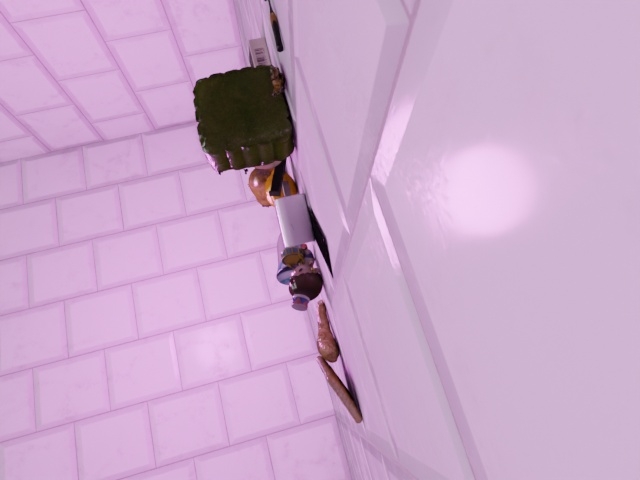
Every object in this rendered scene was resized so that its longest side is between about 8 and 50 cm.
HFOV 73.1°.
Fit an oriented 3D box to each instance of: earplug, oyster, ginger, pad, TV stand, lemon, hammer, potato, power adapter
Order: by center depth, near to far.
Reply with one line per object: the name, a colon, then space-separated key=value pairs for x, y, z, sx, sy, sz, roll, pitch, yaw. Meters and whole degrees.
hammer: x=-0.135 y=-0.630 z=1.218 sx=0.078 sy=0.021 sz=0.201 roll=163 pitch=94 yaw=-84
oyster: x=-0.137 y=-0.506 z=1.369 sx=0.148 sy=0.051 sz=0.103 roll=-87 pitch=-12 yaw=-53
pad: x=-0.001 y=0.000 z=1.480 sx=0.265 sy=0.009 sz=0.160 roll=-115 pitch=10 yaw=-59
power adapter: x=-0.111 y=-0.104 z=1.677 sx=0.187 sy=0.124 sz=0.255 roll=177 pitch=79 yaw=-83
TV stand: x=-0.176 y=-0.293 z=1.808 sx=0.040 sy=0.048 sz=0.257 roll=86 pitch=-172 yaw=-57
ginger: x=0.016 y=0.390 z=1.860 sx=0.131 sy=0.086 sz=0.295 roll=50 pitch=-159 yaw=-49
lemon: x=-0.173 y=-0.224 z=1.886 sx=0.142 sy=0.142 sz=0.187 roll=-140 pitch=39 yaw=-79
potato: x=-0.276 y=-0.312 z=2.267 sx=0.266 sy=0.229 sz=0.229 roll=116 pitch=139 yaw=-76
earplug: x=-0.164 y=0.060 z=2.346 sx=0.185 sy=0.184 sz=0.324 roll=84 pitch=175 yaw=-52

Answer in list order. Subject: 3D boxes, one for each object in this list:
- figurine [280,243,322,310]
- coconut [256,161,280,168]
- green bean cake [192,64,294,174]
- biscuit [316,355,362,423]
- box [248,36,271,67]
figurine: x=-0.076 y=0.155 z=1.785 sx=0.161 sy=0.158 sz=0.276 roll=-46 pitch=44 yaw=33
coconut: x=-0.232 y=-0.391 z=1.743 sx=0.224 sy=0.224 sz=0.224 roll=166 pitch=90 yaw=-83
green bean cake: x=-0.266 y=-0.416 z=1.532 sx=0.218 sy=0.318 sz=0.335 roll=93 pitch=166 yaw=-78
biscuit: x=0.071 y=0.577 z=1.710 sx=0.217 sy=0.044 sz=0.325 roll=54 pitch=173 yaw=-3
box: x=-0.246 y=-0.706 z=1.784 sx=0.256 sy=0.069 sz=0.164 roll=-151 pitch=48 yaw=-81
